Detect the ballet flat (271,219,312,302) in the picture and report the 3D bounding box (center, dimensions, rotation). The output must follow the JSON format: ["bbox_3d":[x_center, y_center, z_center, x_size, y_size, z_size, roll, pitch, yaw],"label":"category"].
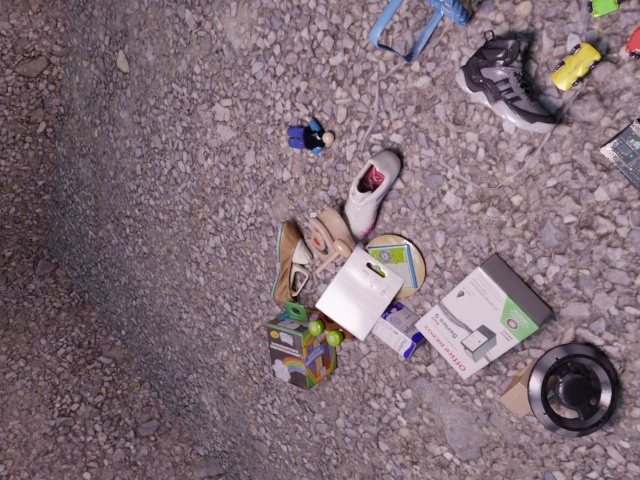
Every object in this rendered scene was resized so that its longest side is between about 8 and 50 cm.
[{"bbox_3d":[-0.097,0.090,1.734,0.124,0.116,0.343,16,119,12],"label":"ballet flat"}]

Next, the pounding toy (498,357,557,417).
[{"bbox_3d":[0.573,0.386,1.283,0.100,0.141,0.130,42,143,20],"label":"pounding toy"}]

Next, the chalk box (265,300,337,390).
[{"bbox_3d":[-0.069,0.352,1.757,0.180,0.179,0.289,8,111,38],"label":"chalk box"}]

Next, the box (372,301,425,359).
[{"bbox_3d":[0.253,0.274,1.493,0.137,0.126,0.072,37,125,23],"label":"box"}]

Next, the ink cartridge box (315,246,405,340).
[{"bbox_3d":[0.125,0.167,1.518,0.189,0.066,0.232,35,90,11],"label":"ink cartridge box"}]

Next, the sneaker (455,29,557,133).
[{"bbox_3d":[0.444,-0.365,1.101,0.268,0.101,0.153,43,132,22],"label":"sneaker"}]

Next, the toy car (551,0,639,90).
[{"bbox_3d":[0.589,-0.443,0.987,0.238,0.053,0.225,-7,102,40],"label":"toy car"}]

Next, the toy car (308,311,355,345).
[{"bbox_3d":[0.068,0.232,1.626,0.148,0.155,0.189,24,108,31],"label":"toy car"}]

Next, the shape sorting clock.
[{"bbox_3d":[0.224,0.079,1.497,0.206,0.040,0.207,10,113,24],"label":"shape sorting clock"}]

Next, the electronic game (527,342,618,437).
[{"bbox_3d":[0.621,0.368,1.193,0.048,0.229,0.230,158,87,-86],"label":"electronic game"}]

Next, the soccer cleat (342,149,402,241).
[{"bbox_3d":[0.121,-0.122,1.437,0.116,0.143,0.331,40,128,21],"label":"soccer cleat"}]

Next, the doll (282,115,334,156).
[{"bbox_3d":[-0.038,-0.333,1.552,0.188,0.046,0.129,13,115,36],"label":"doll"}]

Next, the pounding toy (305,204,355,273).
[{"bbox_3d":[0.000,0.000,1.509,0.154,0.154,0.269,55,163,-5],"label":"pounding toy"}]

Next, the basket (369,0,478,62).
[{"bbox_3d":[0.241,-0.553,1.097,0.201,0.254,0.289,46,118,13],"label":"basket"}]

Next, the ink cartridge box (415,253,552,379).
[{"bbox_3d":[0.433,0.213,1.323,0.211,0.121,0.289,48,131,15],"label":"ink cartridge box"}]

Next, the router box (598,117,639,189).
[{"bbox_3d":[0.673,-0.183,1.027,0.122,0.038,0.092,52,132,11],"label":"router box"}]
